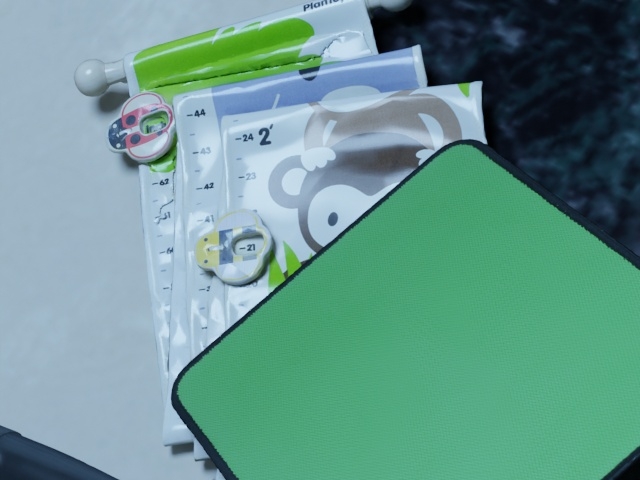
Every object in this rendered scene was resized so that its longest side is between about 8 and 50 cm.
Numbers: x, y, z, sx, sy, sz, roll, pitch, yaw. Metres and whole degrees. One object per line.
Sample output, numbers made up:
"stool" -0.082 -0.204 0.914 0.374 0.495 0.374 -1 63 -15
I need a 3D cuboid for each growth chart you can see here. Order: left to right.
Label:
"growth chart" 0.000 0.000 0.714 0.172 0.021 0.237 -19 59 10

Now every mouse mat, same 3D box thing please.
"mouse mat" 0.036 0.044 0.619 0.152 0.007 0.189 -40 35 -3

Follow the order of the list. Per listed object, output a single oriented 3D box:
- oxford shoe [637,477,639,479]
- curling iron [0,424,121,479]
"oxford shoe" 0.103 0.118 0.534 0.397 0.146 0.140 -41 57 -5
"curling iron" -0.137 0.095 0.703 0.274 0.035 0.068 9 70 25
